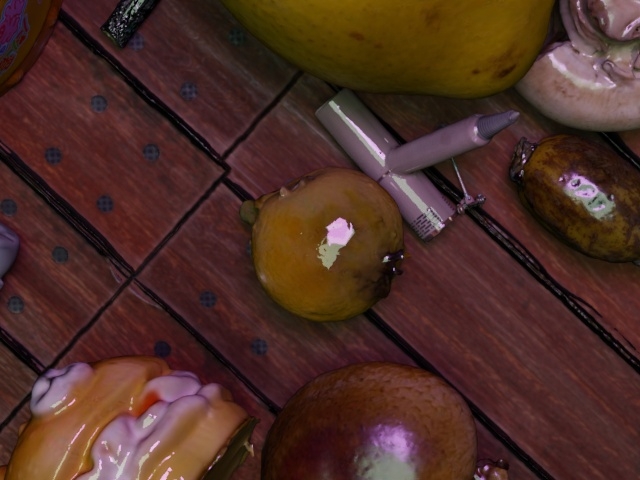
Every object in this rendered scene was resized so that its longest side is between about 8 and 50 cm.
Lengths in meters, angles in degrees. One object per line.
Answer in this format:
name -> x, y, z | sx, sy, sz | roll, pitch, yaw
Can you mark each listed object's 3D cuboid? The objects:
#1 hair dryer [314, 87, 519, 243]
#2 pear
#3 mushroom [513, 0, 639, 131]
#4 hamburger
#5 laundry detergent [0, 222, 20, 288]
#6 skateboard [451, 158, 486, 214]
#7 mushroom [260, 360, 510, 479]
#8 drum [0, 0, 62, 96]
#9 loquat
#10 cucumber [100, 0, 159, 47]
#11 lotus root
hair dryer -> 0.105, -0.113, 0.950 | 0.195, 0.220, 0.053 | 48, 60, 0
pear -> 0.053, -0.324, 0.849 | 0.418, 0.362, 0.362 | 34, 97, 3
mushroom -> 0.330, -0.220, 0.923 | 0.189, 0.195, 0.253 | 28, 100, -3
hamburger -> -0.222, 0.244, 0.987 | 0.237, 0.276, 0.276 | 30, 97, 11
laundry detergent -> -0.495, 0.074, 1.053 | 0.215, 0.105, 0.280 | 30, 96, -2
skateboard -> 0.159, -0.074, 1.018 | 0.032, 0.064, 0.083 | -22, 86, -6
mushroom -> 0.068, 0.263, 0.992 | 0.283, 0.195, 0.263 | 0, 90, 4
drum -> -0.495, -0.323, 0.958 | 0.431, 0.214, 0.431 | 0, 96, 3
loquat -> 0.000, 0.000, 0.992 | 0.204, 0.149, 0.172 | 26, 99, 15
cucumber -> -0.189, -0.292, 1.030 | 0.163, 0.043, 0.039 | -48, 135, 8
lotus root -> 0.296, -0.042, 0.980 | 0.209, 0.120, 0.120 | 36, 97, 2
